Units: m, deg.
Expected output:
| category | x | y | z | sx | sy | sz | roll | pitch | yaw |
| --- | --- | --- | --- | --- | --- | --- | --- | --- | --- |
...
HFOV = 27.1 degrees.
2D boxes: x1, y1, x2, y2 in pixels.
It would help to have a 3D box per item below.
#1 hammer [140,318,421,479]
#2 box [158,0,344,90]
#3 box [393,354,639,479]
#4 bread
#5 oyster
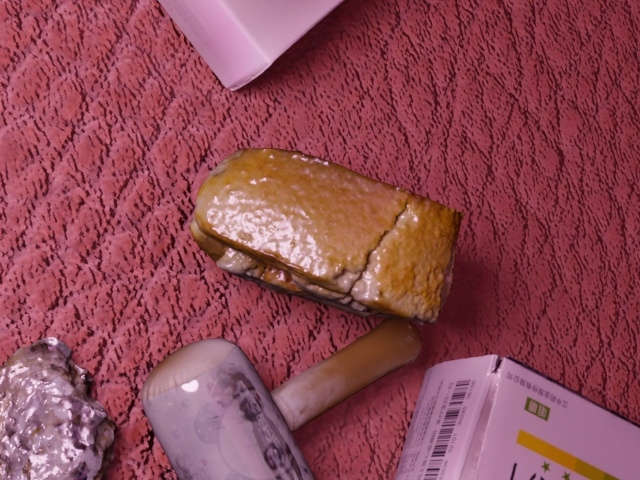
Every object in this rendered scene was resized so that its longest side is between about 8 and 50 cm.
| category | x | y | z | sx | sy | sz | roll | pitch | yaw |
| --- | --- | --- | --- | --- | --- | --- | --- | --- | --- |
| hammer | -0.014 | 0.147 | 1.264 | 0.305 | 0.113 | 0.202 | -31 | 98 | -36 |
| box | -0.083 | -0.311 | 1.319 | 0.203 | 0.106 | 0.251 | -44 | 103 | -31 |
| box | 0.240 | 0.259 | 1.355 | 0.333 | 0.145 | 0.173 | 28 | 65 | -23 |
| bread | 0.000 | 0.000 | 1.253 | 0.257 | 0.186 | 0.124 | 17 | 77 | -12 |
| oyster | -0.233 | 0.177 | 1.152 | 0.125 | 0.064 | 0.177 | -22 | 89 | -27 |
